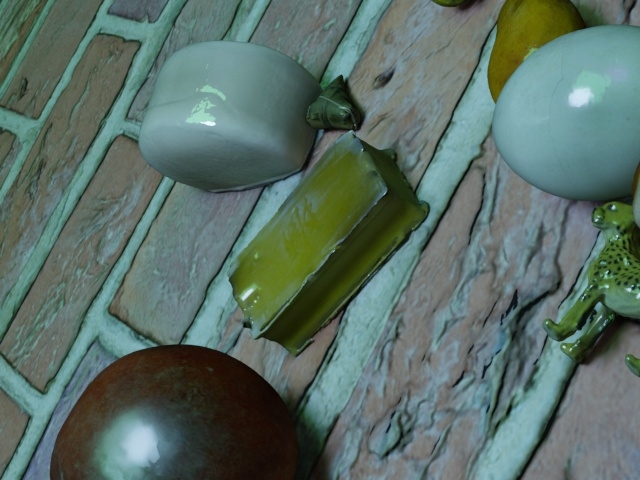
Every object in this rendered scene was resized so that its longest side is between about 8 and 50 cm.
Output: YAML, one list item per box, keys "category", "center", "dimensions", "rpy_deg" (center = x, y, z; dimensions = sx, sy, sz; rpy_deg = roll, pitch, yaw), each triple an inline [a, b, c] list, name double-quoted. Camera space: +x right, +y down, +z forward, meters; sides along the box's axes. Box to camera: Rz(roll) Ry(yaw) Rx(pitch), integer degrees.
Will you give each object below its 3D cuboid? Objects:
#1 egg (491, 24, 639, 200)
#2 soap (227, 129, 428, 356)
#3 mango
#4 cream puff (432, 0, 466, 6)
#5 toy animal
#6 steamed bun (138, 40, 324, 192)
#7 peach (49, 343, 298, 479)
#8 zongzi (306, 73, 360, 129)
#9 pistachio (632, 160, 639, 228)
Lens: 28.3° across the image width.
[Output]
- category: "egg"
  center: [0.238, -0.109, 1.108]
  dimensions: [0.209, 0.151, 0.151]
  rpy_deg: [-7, 60, 49]
- category: "soap"
  center: [0.001, 0.001, 1.394]
  dimensions: [0.233, 0.076, 0.135]
  rpy_deg: [-47, 38, 16]
- category: "mango"
  center: [0.218, -0.187, 1.255]
  dimensions: [0.115, 0.089, 0.165]
  rpy_deg: [-30, 40, 49]
- category: "cream puff"
  center: [0.160, -0.391, 1.401]
  dimensions: [0.221, 0.194, 0.195]
  rpy_deg: [-35, 41, 26]
- category: "toy animal"
  center: [0.270, 0.047, 1.028]
  dimensions: [0.136, 0.073, 0.181]
  rpy_deg: [-55, 31, -7]
- category: "steamed bun"
  center: [-0.128, -0.156, 1.595]
  dimensions: [0.241, 0.164, 0.146]
  rpy_deg: [-7, 61, 48]
- category: "peach"
  center: [-0.146, 0.232, 1.276]
  dimensions: [0.252, 0.252, 0.252]
  rpy_deg: [-31, 43, 35]
- category: "zongzi"
  center: [0.030, -0.169, 1.525]
  dimensions: [0.076, 0.040, 0.083]
  rpy_deg: [9, 54, 47]
- category: "pistachio"
  center: [0.337, -0.057, 0.957]
  dimensions: [0.215, 0.144, 0.144]
  rpy_deg: [-30, 44, 28]
